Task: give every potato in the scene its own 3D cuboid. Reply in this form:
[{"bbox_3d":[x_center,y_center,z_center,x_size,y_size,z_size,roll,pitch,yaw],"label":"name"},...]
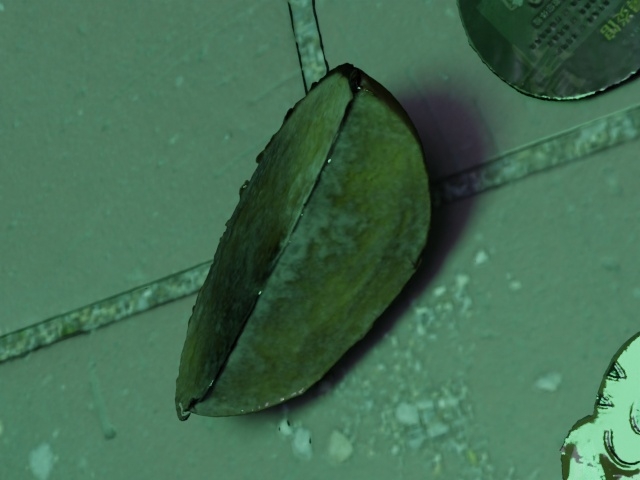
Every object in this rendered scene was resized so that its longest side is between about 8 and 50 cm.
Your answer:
[{"bbox_3d":[0.001,0.003,1.292,0.261,0.100,0.120,-62,19,20],"label":"potato"}]

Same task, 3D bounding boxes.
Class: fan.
[{"bbox_3d":[0.243,0.078,1.169,0.152,0.008,0.227,27,94,31],"label":"fan"},{"bbox_3d":[0.176,-0.239,1.275,0.223,0.012,0.294,-20,70,24],"label":"fan"}]
